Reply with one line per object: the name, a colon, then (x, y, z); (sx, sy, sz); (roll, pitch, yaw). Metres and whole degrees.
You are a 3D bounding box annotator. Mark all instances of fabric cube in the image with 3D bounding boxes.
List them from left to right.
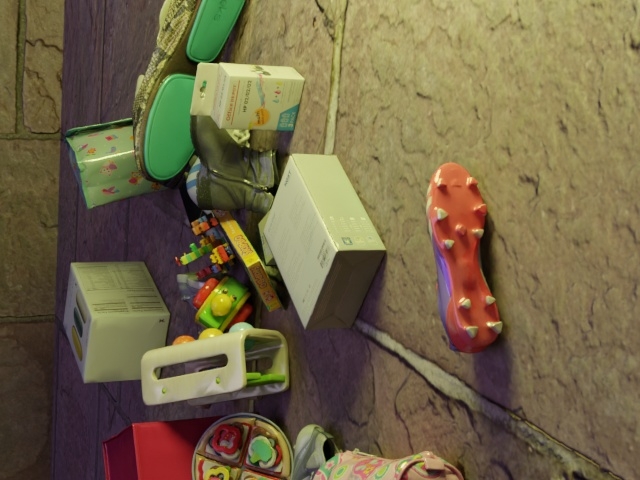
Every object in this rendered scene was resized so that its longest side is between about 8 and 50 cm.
fabric cube: (-0.269, 0.493, 2.086); (0.259, 0.258, 0.254); (-35, 61, 60)

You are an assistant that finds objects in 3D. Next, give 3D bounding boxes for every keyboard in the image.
keyboard: (-0.289, -0.186, 2.363); (0.201, 0.033, 0.317); (115, 143, -44)

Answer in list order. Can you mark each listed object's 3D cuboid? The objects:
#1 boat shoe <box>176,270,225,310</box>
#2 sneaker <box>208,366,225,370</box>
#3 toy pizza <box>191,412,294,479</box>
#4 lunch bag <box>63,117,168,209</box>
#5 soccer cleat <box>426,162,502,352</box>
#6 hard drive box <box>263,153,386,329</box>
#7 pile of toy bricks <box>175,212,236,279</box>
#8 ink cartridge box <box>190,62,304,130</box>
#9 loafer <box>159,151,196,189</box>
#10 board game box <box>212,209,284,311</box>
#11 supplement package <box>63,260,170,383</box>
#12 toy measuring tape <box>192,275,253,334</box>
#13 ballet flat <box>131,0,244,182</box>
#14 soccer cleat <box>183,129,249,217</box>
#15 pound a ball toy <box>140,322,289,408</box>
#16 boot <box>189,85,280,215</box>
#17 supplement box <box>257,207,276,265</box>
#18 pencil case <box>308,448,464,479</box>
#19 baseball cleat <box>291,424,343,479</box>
boat shoe: (-0.254, 0.110, 2.260); (0.227, 0.079, 0.081); (-178, 78, -69)
sneaker: (-0.226, 0.265, 2.212); (0.162, 0.063, 0.073); (-151, 60, -61)
toy pizza: (-0.147, 0.418, 1.933); (0.032, 0.201, 0.201); (39, -140, -69)
lunch bag: (-0.498, -0.209, 2.552); (0.262, 0.224, 0.160); (-126, 26, -55)
soccer cleat: (0.174, 0.024, 1.358); (0.095, 0.083, 0.247); (142, 120, -64)
hard drive box: (0.000, 0.000, 1.701); (0.232, 0.089, 0.181); (65, 145, 40)
pile of toy bricks: (-0.236, 0.023, 2.075); (0.118, 0.105, 0.212); (62, 172, 1)
ink cartridge box: (-0.130, -0.253, 1.853); (0.061, 0.181, 0.104); (-127, 43, -51)
loafer: (-0.311, -0.259, 2.268); (0.109, 0.095, 0.302); (38, 113, 50)
board game box: (-0.141, 0.030, 1.995); (0.259, 0.039, 0.124); (50, 167, 50)
supplement package: (-0.523, 0.203, 2.668); (0.262, 0.198, 0.199); (52, 135, 51)
toy measuring tape: (-0.198, 0.140, 2.132); (0.330, 0.122, 0.121); (123, 142, -76)
ballet flat: (-0.284, -0.362, 2.120); (0.182, 0.164, 0.482); (34, 108, 43)
soccer cleat: (-0.175, -0.177, 2.060); (0.143, 0.116, 0.331); (52, 141, 28)
pound a ball toy: (-0.193, 0.241, 2.011); (0.319, 0.208, 0.135); (-15, 73, 39)
boot: (-0.149, -0.165, 1.941); (0.083, 0.161, 0.246); (-50, -41, -64)
supplement box: (-0.068, -0.008, 1.877); (0.083, 0.056, 0.083); (134, 128, -56)
pencil case: (0.088, 0.360, 1.499); (0.284, 0.124, 0.124); (158, 109, -64)
baseball cleat: (-0.010, 0.417, 1.760); (0.109, 0.072, 0.205); (20, 113, 56)
